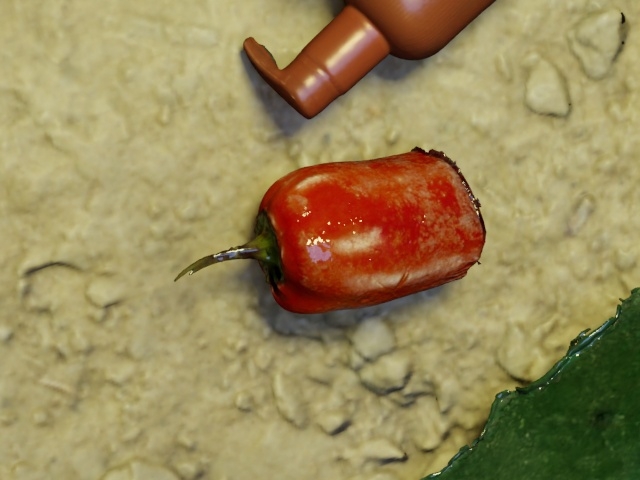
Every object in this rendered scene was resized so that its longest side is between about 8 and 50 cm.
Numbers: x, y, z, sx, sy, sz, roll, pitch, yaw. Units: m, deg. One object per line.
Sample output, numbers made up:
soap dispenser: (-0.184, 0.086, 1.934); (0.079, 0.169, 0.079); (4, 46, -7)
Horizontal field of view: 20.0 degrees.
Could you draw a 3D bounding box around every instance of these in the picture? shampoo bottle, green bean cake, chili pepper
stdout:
shampoo bottle: (0.068, -0.166, 1.082); (0.244, 0.085, 0.085); (-41, 108, -4)
green bean cake: (0.173, 0.131, 1.140); (0.107, 0.193, 0.208); (44, 61, -36)
chili pepper: (0.000, 0.000, 1.088); (0.192, 0.086, 0.084); (-13, 131, -23)
